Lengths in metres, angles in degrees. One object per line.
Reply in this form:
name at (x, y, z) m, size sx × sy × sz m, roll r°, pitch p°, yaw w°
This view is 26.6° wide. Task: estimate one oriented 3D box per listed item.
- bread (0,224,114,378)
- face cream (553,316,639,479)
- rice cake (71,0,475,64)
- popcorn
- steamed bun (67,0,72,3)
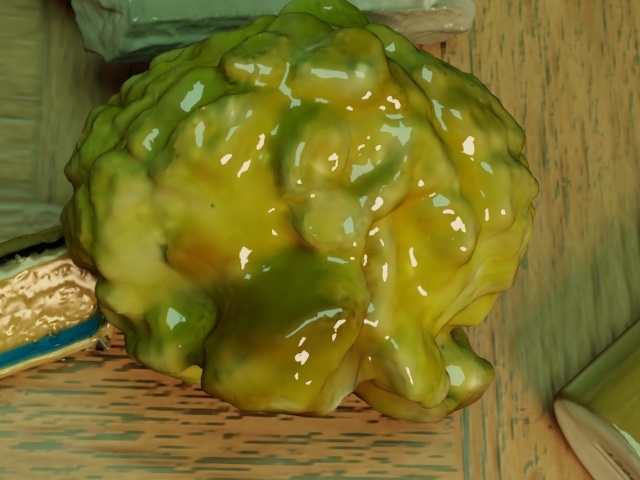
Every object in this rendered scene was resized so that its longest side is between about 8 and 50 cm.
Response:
bread at (-0.165, 0.036, 0.734) m, size 0.106 × 0.053 × 0.072 m, roll -19°, pitch 98°, yaw -17°
face cream at (0.280, 0.064, 0.819) m, size 0.285 × 0.067 × 0.139 m, roll -37°, pitch 84°, yaw -23°
rice cake at (-0.022, -0.140, 0.803) m, size 0.256 × 0.052 × 0.057 m, roll -9°, pitch 75°, yaw -32°
popcorn at (0.000, 0.000, 0.710) m, size 0.237 × 0.206 × 0.251 m, roll -37°, pitch 102°, yaw -43°
steamed bun at (-0.116, -0.222, 0.813) m, size 0.183 × 0.106 × 0.183 m, roll 4°, pitch 68°, yaw -10°
